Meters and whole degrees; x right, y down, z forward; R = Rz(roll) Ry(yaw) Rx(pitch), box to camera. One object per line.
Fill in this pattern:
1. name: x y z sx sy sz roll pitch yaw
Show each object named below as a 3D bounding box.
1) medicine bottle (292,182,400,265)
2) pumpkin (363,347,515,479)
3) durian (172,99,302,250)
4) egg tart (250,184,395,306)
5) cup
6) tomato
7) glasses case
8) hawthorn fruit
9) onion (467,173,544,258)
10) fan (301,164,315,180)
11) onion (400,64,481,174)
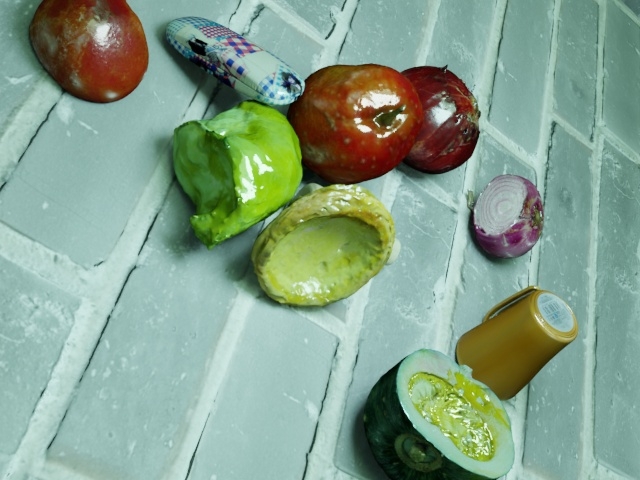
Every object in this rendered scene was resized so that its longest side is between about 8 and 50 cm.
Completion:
1. medicine bottle: 0.058 -0.024 1.609 0.252 0.114 0.114 26 55 -25
2. pumpkin: 0.213 0.375 1.481 0.293 0.197 0.263 42 36 -4
3. durian: -0.150 -0.154 1.460 0.340 0.204 0.255 -30 76 -43
4. egg tart: 0.000 0.000 1.466 0.294 0.294 0.123 18 31 -30
5. cup: 0.444 0.215 1.701 0.182 0.264 0.226 23 44 -17
6. tomato: -0.423 -0.387 1.405 0.200 0.140 0.233 -32 90 -36
7. glasses case: -0.179 -0.376 1.556 0.327 0.076 0.125 34 38 18
8. hawthorn fruit: 0.087 -0.255 1.591 0.287 0.330 0.286 -1 91 -28
9. onion: 0.488 -0.052 1.920 0.201 0.200 0.207 24 43 -27
10. fan: -0.038 -0.203 1.698 0.113 0.005 0.175 47 48 -9
11. onion: 0.264 -0.287 1.820 0.276 0.276 0.276 17 59 -30
